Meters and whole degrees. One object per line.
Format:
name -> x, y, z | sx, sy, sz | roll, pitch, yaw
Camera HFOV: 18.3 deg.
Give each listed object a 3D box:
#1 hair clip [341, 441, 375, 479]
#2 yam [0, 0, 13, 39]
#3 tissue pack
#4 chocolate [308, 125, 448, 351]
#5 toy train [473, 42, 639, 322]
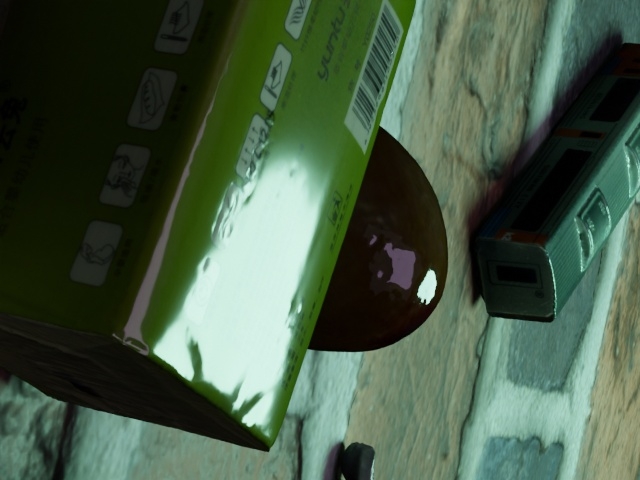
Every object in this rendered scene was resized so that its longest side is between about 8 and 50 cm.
hair clip -> 0.022, 0.270, 1.526 | 0.146, 0.056, 0.187 | 78, 29, -53
yam -> -0.169, -0.127, 0.926 | 0.067, 0.071, 0.317 | 22, 78, -28
tissue pack -> -0.080, -0.056, 1.028 | 0.200, 0.167, 0.274 | 45, 60, -59
chocolate -> 0.000, 0.000, 1.216 | 0.177, 0.177, 0.176 | -38, 133, -56
toy train -> 0.257, -0.066, 1.858 | 0.409, 0.089, 0.086 | -48, 136, -48
